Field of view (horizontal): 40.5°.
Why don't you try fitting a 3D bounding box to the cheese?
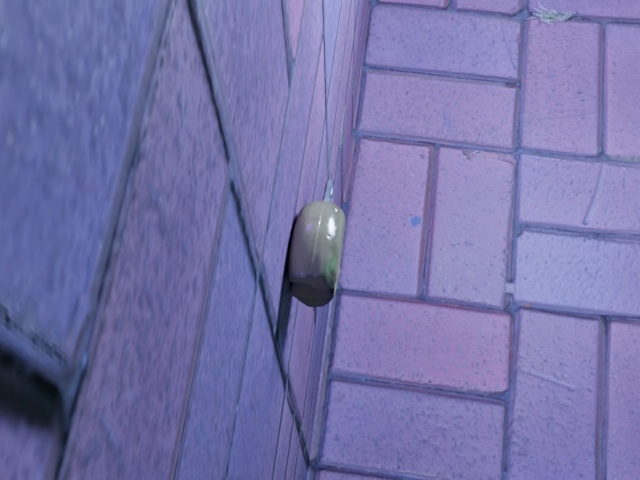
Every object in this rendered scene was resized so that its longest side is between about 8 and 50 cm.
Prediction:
[{"bbox_3d":[0.002,-0.017,1.266,0.163,0.071,0.249,92,6,-56],"label":"cheese"}]
